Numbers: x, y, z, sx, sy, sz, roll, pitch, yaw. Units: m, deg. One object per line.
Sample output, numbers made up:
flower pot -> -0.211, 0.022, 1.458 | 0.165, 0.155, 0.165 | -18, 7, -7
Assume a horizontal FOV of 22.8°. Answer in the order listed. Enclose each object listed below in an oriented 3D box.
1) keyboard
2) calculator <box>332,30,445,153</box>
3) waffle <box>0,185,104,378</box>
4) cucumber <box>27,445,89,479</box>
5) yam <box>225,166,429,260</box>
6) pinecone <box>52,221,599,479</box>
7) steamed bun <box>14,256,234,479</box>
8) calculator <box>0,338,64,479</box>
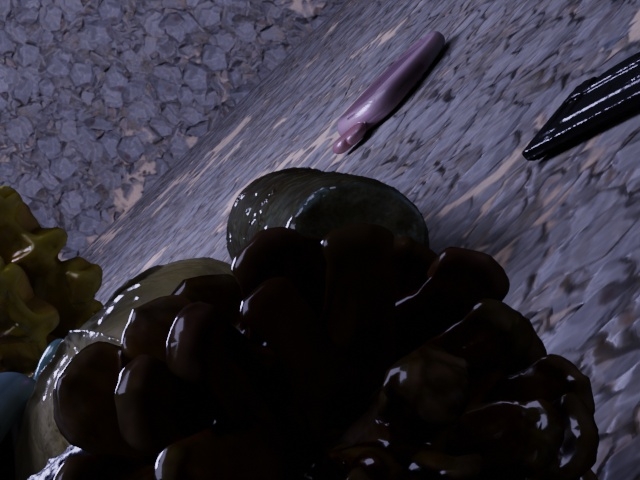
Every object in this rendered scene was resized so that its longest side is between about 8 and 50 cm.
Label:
keyboard -> 0.179, -0.091, 0.836 | 0.061, 0.013, 0.204 | -50, 10, -29
calculator -> 0.062, -0.142, 1.498 | 0.166, 0.024, 0.103 | -50, 11, -32
waffle -> -0.356, 0.089, 1.589 | 0.324, 0.261, 0.151 | -30, 10, 47
cucumber -> -0.130, 0.150, 0.944 | 0.303, 0.072, 0.081 | -39, 12, 34
yam -> 0.000, 0.000, 0.980 | 0.093, 0.093, 0.259 | -46, 9, -4
pinecone -> -0.002, 0.076, 0.500 | 0.179, 0.150, 0.195 | -44, 11, -32
steamed bun -> -0.121, 0.086, 1.076 | 0.231, 0.110, 0.212 | -51, 11, -17
calculator -> -0.256, 0.197, 1.138 | 0.185, 0.041, 0.299 | 99, -165, -56
